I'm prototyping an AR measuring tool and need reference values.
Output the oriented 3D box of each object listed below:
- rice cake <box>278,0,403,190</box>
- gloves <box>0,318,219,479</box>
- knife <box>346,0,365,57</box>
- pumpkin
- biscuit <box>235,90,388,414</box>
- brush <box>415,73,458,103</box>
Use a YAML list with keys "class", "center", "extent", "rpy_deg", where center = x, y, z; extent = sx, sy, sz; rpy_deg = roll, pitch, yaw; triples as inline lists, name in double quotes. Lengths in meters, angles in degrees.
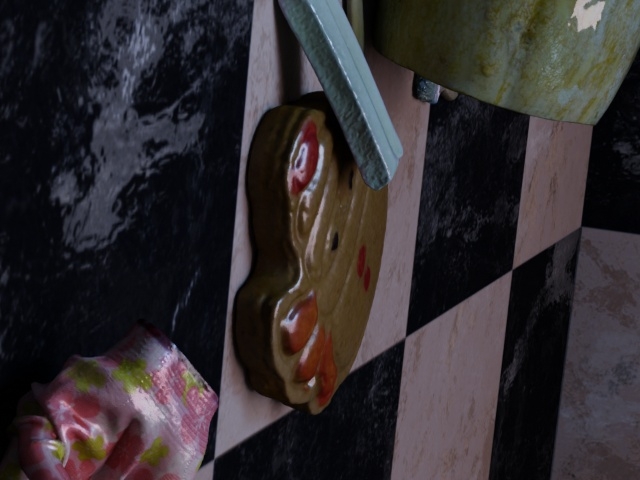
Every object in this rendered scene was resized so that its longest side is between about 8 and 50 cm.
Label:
- class: "rice cake"
  center: [0.025, -0.162, 1.616]
  extent: [0.221, 0.042, 0.080]
  rpy_deg: [64, 27, -19]
- class: "gloves"
  center: [-0.177, 0.178, 1.170]
  extent: [0.241, 0.126, 0.145]
  rpy_deg: [-45, 156, -13]
- class: "knife"
  center: [0.030, -0.278, 1.735]
  extent: [0.047, 0.017, 0.297]
  rpy_deg: [-51, 146, -46]
- class: "pumpkin"
  center: [0.204, -0.249, 1.850]
  extent: [0.199, 0.332, 0.332]
  rpy_deg: [-69, 162, 3]
- class: "biscuit"
  center: [0.000, 0.000, 1.707]
  extent: [0.381, 0.074, 0.358]
  rpy_deg: [69, 31, -62]
- class: "brush"
  center: [0.156, -0.207, 2.151]
  extent: [0.196, 0.021, 0.070]
  rpy_deg: [16, 82, -74]
